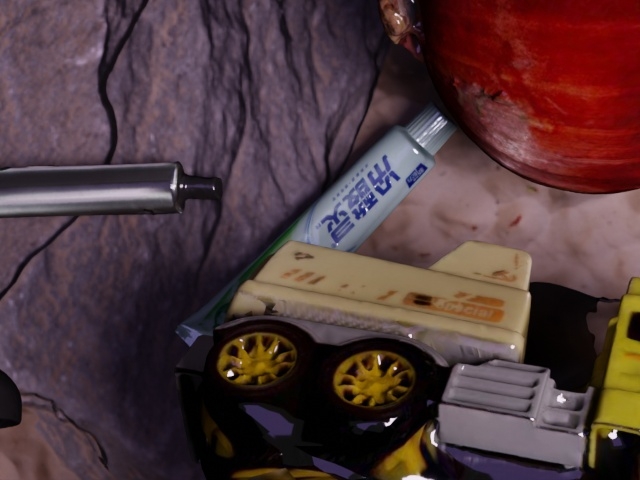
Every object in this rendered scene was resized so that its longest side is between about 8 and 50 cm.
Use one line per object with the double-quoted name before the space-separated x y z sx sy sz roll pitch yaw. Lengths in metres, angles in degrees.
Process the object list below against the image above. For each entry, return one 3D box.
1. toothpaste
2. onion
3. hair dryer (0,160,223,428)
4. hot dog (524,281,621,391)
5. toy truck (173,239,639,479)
"toothpaste" 0.000 0.000 0.976 0.297 0.048 0.075 -46 81 10
"onion" 0.208 -0.202 0.815 0.341 0.341 0.342 -1 86 13
"hair dryer" -0.253 0.013 0.980 0.284 0.155 0.321 4 79 23
"hot dog" 0.249 0.159 0.878 0.194 0.107 0.326 -37 66 -2
"toy truck" 0.116 0.113 0.765 0.405 0.254 0.181 8 130 19
